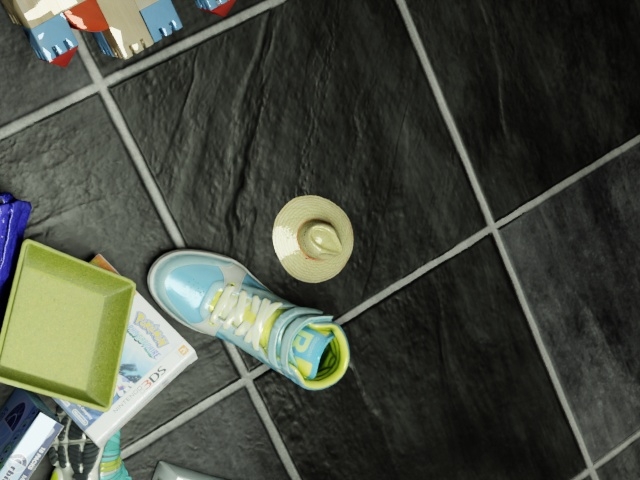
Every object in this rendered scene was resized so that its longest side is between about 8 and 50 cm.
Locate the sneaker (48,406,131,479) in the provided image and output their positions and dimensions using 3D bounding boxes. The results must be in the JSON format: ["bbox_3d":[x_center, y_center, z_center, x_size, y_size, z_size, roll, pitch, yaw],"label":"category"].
[{"bbox_3d":[-0.328,0.325,1.597,0.110,0.107,0.275,17,80,-58],"label":"sneaker"}]

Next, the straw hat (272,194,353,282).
[{"bbox_3d":[0.000,0.000,1.723,0.144,0.061,0.144,-2,95,-25],"label":"straw hat"}]

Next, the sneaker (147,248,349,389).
[{"bbox_3d":[-0.089,0.113,1.611,0.319,0.208,0.127,28,85,-24],"label":"sneaker"}]

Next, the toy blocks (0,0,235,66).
[{"bbox_3d":[-0.291,-0.370,1.510,0.381,0.191,0.261,-34,119,-19],"label":"toy blocks"}]

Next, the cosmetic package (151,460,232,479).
[{"bbox_3d":[-0.169,0.556,1.679,0.284,0.097,0.377,21,86,-27],"label":"cosmetic package"}]

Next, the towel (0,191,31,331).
[{"bbox_3d":[-0.440,0.088,1.438,0.076,0.227,0.308,13,90,-4],"label":"towel"}]

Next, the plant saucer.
[{"bbox_3d":[-0.347,0.117,1.470,0.188,0.045,0.188,27,63,-42],"label":"plant saucer"}]

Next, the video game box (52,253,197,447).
[{"bbox_3d":[-0.309,0.152,1.551,0.205,0.048,0.187,43,72,11],"label":"video game box"}]

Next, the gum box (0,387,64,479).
[{"bbox_3d":[-0.422,0.286,1.487,0.041,0.184,0.157,37,80,-23],"label":"gum box"}]
